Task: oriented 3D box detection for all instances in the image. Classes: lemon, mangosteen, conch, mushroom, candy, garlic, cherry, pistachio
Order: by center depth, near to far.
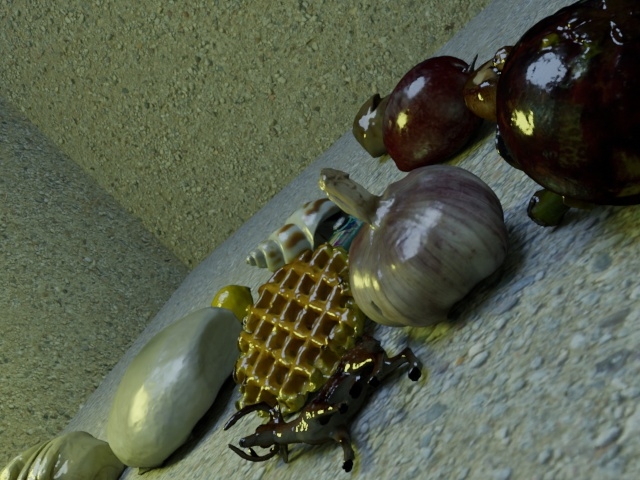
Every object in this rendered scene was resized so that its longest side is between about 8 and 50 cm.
[{"bbox_3d":[0.300,-0.120,0.698,0.231,0.231,0.289,-51,-26,-26],"label":"mangosteen"},{"bbox_3d":[0.103,-0.022,0.879,0.245,0.253,0.245,-51,4,5],"label":"garlic"},{"bbox_3d":[0.381,-0.299,1.198,0.231,0.138,0.194,-28,4,24],"label":"mushroom"},{"bbox_3d":[0.242,-0.272,1.405,0.300,0.203,0.230,-55,6,30],"label":"cherry"},{"bbox_3d":[-0.029,0.003,1.432,0.149,0.182,0.275,18,37,40],"label":"conch"},{"bbox_3d":[-0.343,0.323,1.452,0.427,0.186,0.386,-40,16,43],"label":"candy"},{"bbox_3d":[-0.238,0.175,1.766,0.133,0.109,0.109,-49,11,2],"label":"lemon"},{"bbox_3d":[0.199,-0.361,2.031,0.166,0.197,0.288,9,24,21],"label":"pistachio"}]

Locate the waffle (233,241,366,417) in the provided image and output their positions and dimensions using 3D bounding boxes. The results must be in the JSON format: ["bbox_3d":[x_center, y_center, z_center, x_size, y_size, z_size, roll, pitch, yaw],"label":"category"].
[{"bbox_3d":[-0.039,0.138,1.086,0.302,0.068,0.325,-38,35,28],"label":"waffle"}]

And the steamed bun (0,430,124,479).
[{"bbox_3d":[-0.631,0.573,1.506,0.289,0.203,0.276,-40,11,21],"label":"steamed bun"}]

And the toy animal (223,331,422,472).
[{"bbox_3d":[0.005,0.219,0.847,0.243,0.087,0.260,-35,6,-19],"label":"toy animal"}]

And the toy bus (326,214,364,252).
[{"bbox_3d":[0.048,0.028,1.314,0.261,0.091,0.109,-52,19,-22],"label":"toy bus"}]
